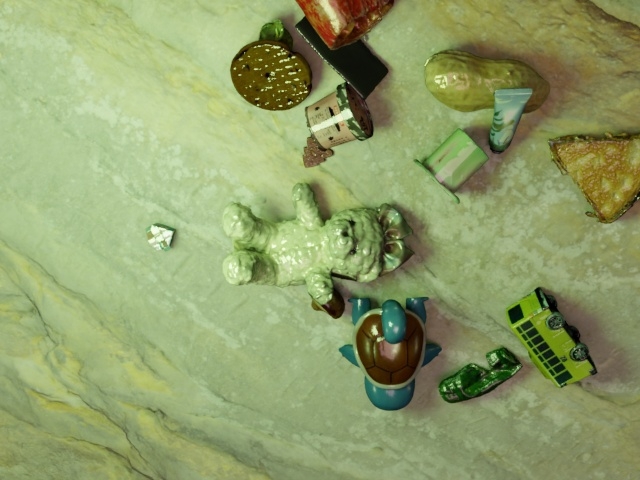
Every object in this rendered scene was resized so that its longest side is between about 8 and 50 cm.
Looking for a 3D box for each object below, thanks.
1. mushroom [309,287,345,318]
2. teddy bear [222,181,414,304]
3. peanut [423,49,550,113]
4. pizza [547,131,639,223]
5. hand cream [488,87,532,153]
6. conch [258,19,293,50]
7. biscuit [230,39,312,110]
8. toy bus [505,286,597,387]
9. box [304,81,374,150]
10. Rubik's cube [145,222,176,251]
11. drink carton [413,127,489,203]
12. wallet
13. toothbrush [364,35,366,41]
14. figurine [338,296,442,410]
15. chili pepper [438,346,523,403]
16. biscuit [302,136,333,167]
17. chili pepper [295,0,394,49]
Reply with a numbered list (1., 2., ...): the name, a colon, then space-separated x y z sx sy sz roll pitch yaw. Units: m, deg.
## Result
1. mushroom: 0.015 0.170 2.058 0.127 0.127 0.087 42 93 -12
2. teddy bear: 0.000 0.000 1.891 0.362 0.375 0.328 -13 72 30
3. peanut: 0.404 -0.380 1.791 0.313 0.149 0.149 4 113 -2
4. pizza: 0.714 -0.162 1.889 0.287 0.074 0.251 4 114 9
5. hand cream: 0.446 -0.292 1.785 0.088 0.055 0.256 1 155 4
6. conch: -0.113 -0.494 1.811 0.089 0.074 0.121 3 152 4
7. biscuit: -0.122 -0.408 1.834 0.212 0.036 0.212 8 139 7
8. toy bus: 0.641 0.277 2.049 0.150 0.128 0.262 -35 105 17
9. box: 0.042 -0.304 1.845 0.135 0.151 0.151 -21 110 21
10. Rubik's cube: -0.446 -0.006 2.039 0.084 0.075 0.073 17 97 12
11. drink carton: 0.338 -0.200 1.872 0.144 0.146 0.142 41 101 -13
12. wallet: 0.053 -0.464 1.797 0.244 0.124 0.025 44 150 -13
13. toothbrush: 0.108 -0.539 1.812 0.006 0.008 0.097 -9 111 -7
14. figurine: 0.205 0.282 2.059 0.297 0.243 0.416 -5 133 -3
15. chili pepper: 0.463 0.403 2.142 0.253 0.083 0.099 -31 98 12
16. biscuit: -0.014 -0.229 1.947 0.082 0.016 0.092 29 113 -13
17. chili pepper: 0.039 -0.601 1.661 0.229 0.251 0.305 -27 106 30
